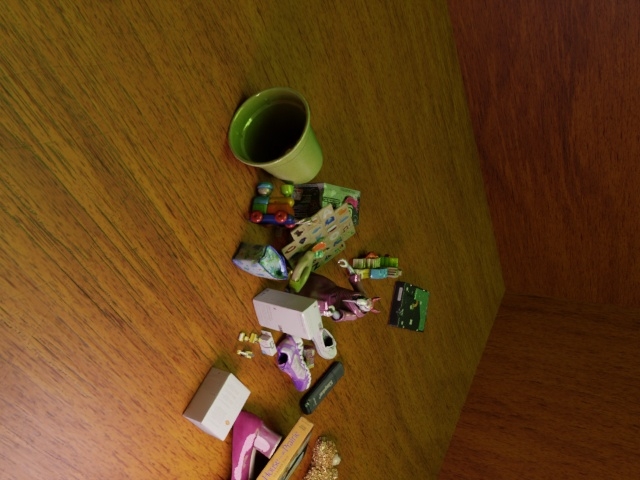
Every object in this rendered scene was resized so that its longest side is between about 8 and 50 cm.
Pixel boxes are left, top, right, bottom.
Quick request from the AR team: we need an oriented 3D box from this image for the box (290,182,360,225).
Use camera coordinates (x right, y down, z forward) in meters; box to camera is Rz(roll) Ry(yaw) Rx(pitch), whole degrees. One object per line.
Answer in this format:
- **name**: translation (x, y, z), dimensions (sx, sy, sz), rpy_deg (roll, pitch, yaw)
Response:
- **box**: translation (0.021, -0.132, 1.889), dimensions (0.247, 0.163, 0.142), rpy_deg (3, 90, -54)

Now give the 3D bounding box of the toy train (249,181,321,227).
- **toy train**: translation (-0.107, -0.120, 1.651), dimensions (0.105, 0.247, 0.144), rpy_deg (30, 62, -69)

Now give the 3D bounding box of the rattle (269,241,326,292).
- **rattle**: translation (-0.087, 0.075, 1.786), dimensions (0.200, 0.142, 0.130), rpy_deg (-65, 148, -17)

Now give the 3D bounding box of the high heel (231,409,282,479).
- **high heel**: translation (-0.298, 0.767, 1.678), dimensions (0.377, 0.181, 0.127), rpy_deg (-57, 172, -11)

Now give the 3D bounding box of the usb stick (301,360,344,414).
- **usb stick**: translation (0.014, 0.611, 2.083), dimensions (0.278, 0.045, 0.077), rpy_deg (-39, 125, -44)

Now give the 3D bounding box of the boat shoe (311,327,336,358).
- **boat shoe**: translation (0.023, 0.425, 2.045), dimensions (0.226, 0.075, 0.083), rpy_deg (53, 54, -43)

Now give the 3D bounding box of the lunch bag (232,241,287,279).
- **lunch bag**: translation (-0.192, 0.078, 1.657), dimensions (0.151, 0.128, 0.096), rpy_deg (54, 54, -42)

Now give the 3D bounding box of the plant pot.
- **plant pot**: translation (-0.117, -0.310, 1.626), dimensions (0.254, 0.275, 0.276), rpy_deg (43, 60, -61)

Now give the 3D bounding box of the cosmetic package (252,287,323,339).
- **cosmetic package**: translation (-0.113, 0.247, 1.700), dimensions (0.085, 0.231, 0.118), rpy_deg (-37, 123, -41)

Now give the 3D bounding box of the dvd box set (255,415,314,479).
- **dvd box set**: translation (-0.175, 0.850, 1.732), dimensions (0.420, 0.062, 0.308), rpy_deg (-46, 157, -41)

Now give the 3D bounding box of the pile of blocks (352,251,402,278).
- **pile of blocks**: translation (0.271, 0.107, 2.280), dimensions (0.362, 0.148, 0.113), rpy_deg (-3, 98, -53)

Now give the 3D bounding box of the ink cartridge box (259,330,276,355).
- **ink cartridge box**: translation (-0.190, 0.363, 1.766), dimensions (0.028, 0.048, 0.083), rpy_deg (-39, 124, -44)

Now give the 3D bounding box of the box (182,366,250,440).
- **box**: translation (-0.323, 0.511, 1.568), dimensions (0.171, 0.091, 0.130), rpy_deg (-59, 138, -30)

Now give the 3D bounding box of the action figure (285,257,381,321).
- **action figure**: translation (0.060, 0.232, 1.820), dimensions (0.248, 0.370, 0.276), rpy_deg (-55, 138, -31)

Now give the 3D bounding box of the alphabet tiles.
- **alphabet tiles**: translation (0.000, 0.000, 1.830), dimensions (0.285, 0.011, 0.343), rpy_deg (-37, 152, -7)

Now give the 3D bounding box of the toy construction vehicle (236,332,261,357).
- **toy construction vehicle**: translation (-0.243, 0.358, 1.704), dimensions (0.098, 0.035, 0.086), rpy_deg (37, 65, -50)

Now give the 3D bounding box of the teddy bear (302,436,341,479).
- **teddy bear**: translation (0.003, 1.000, 2.069), dimensions (0.338, 0.113, 0.245), rpy_deg (-62, 141, -27)

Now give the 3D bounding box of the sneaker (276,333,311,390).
- **sneaker**: translation (-0.110, 0.465, 1.864), dimensions (0.104, 0.095, 0.237), rpy_deg (-28, 112, -41)

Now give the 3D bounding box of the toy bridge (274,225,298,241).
- **toy bridge**: translation (-0.102, -0.026, 1.853), dimensions (0.188, 0.026, 0.063), rpy_deg (23, 74, -53)

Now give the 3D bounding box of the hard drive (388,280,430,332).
- **hard drive**: translation (0.481, 0.360, 2.674), dimensions (0.339, 0.064, 0.237), rpy_deg (21, 78, -52)

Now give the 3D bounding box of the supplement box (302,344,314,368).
- **supplement box**: translation (-0.056, 0.461, 1.969), dimensions (0.055, 0.043, 0.083), rpy_deg (-2, 97, -54)
